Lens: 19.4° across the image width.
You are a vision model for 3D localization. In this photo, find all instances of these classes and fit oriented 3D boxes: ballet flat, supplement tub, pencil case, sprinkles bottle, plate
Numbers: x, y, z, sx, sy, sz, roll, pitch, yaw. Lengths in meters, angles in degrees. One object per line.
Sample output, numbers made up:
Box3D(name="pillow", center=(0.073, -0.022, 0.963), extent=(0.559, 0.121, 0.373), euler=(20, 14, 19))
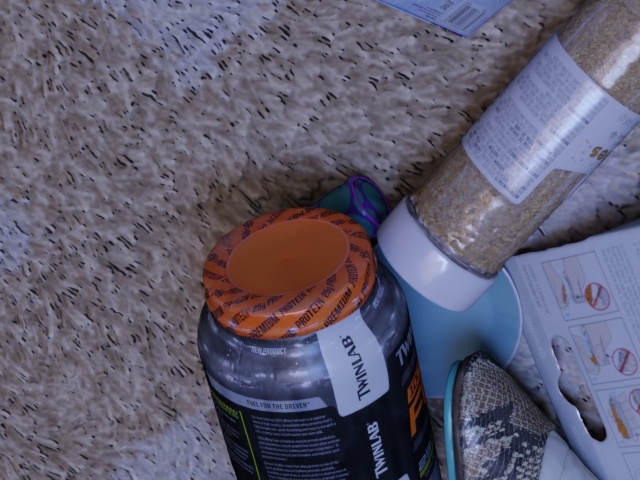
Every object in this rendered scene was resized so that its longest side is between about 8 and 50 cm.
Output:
Box3D(name="ballet flat", center=(0.216, 0.332, 1.931), extent=(0.182, 0.164, 0.483), euler=(9, 119, 17))
Box3D(name="supplement tub", center=(-0.002, 0.148, 1.841), extent=(0.207, 0.207, 0.338), euler=(-2, 128, 14))
Box3D(name="pencil case", center=(0.000, 0.000, 1.900), extent=(0.151, 0.064, 0.070), euler=(-37, 84, 23))
Box3D(name="sprinkles bottle", center=(0.206, -0.094, 1.770), extent=(0.121, 0.121, 0.355), euler=(39, 110, -5))
Box3D(name="plate", center=(0.115, 0.073, 1.926), extent=(0.188, 0.024, 0.188), euler=(4, 112, 11))

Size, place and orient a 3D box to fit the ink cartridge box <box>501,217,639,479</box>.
Box3D(name="ink cartridge box", center=(0.380, 0.110, 1.801), extent=(0.385, 0.091, 0.308), euler=(-15, 101, 49))

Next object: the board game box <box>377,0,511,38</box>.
Box3D(name="board game box", center=(0.152, -0.325, 1.611), extent=(0.318, 0.318, 0.066), euler=(-38, 64, 23))
